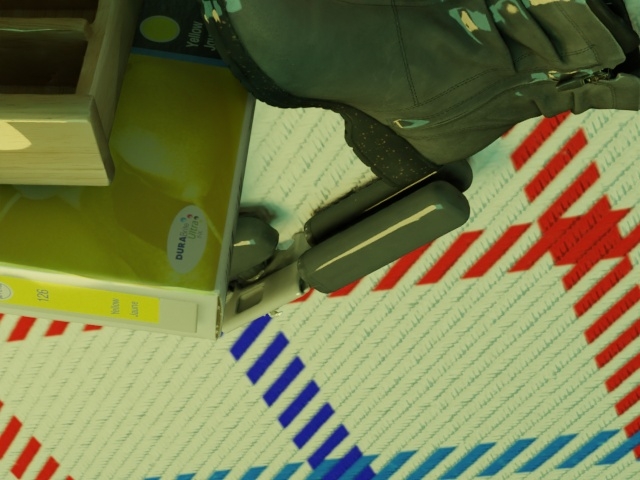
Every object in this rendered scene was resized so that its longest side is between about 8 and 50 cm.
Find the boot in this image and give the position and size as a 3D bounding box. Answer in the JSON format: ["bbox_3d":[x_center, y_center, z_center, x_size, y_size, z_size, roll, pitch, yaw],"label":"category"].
[{"bbox_3d":[0.079,-0.155,1.096,0.222,0.118,0.338,-18,157,26],"label":"boot"}]

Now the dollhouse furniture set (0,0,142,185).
[{"bbox_3d":[-0.215,-0.252,0.912,0.362,0.256,0.394,1,142,7],"label":"dollhouse furniture set"}]

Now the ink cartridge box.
[{"bbox_3d":[-0.198,-0.086,1.085,0.307,0.304,0.072,9,141,-3],"label":"ink cartridge box"}]

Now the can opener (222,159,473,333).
[{"bbox_3d":[0.000,0.000,1.352,0.280,0.074,0.093,-24,132,34],"label":"can opener"}]
